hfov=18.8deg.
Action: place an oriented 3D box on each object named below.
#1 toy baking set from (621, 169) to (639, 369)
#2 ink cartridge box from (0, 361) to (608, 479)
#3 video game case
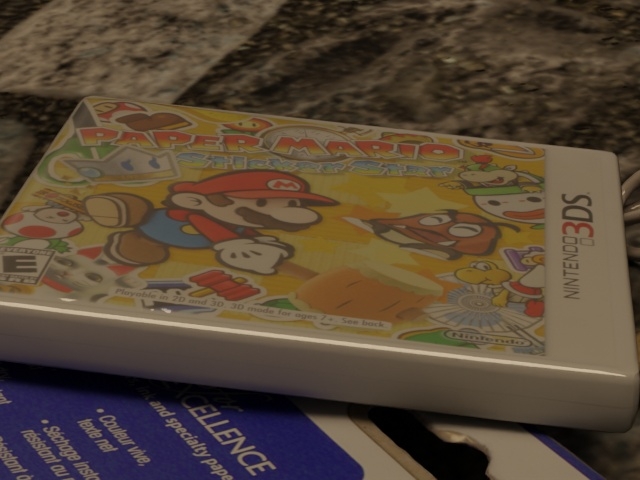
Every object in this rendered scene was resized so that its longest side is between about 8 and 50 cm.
[{"bbox_3d":[0.194,-0.024,0.738,0.196,0.030,0.256,-25,21,16],"label":"toy baking set"},{"bbox_3d":[-0.061,0.112,0.566,0.307,0.072,0.303,-8,27,-30],"label":"ink cartridge box"},{"bbox_3d":[0.000,0.000,0.716,0.227,0.026,0.206,6,24,4],"label":"video game case"}]
